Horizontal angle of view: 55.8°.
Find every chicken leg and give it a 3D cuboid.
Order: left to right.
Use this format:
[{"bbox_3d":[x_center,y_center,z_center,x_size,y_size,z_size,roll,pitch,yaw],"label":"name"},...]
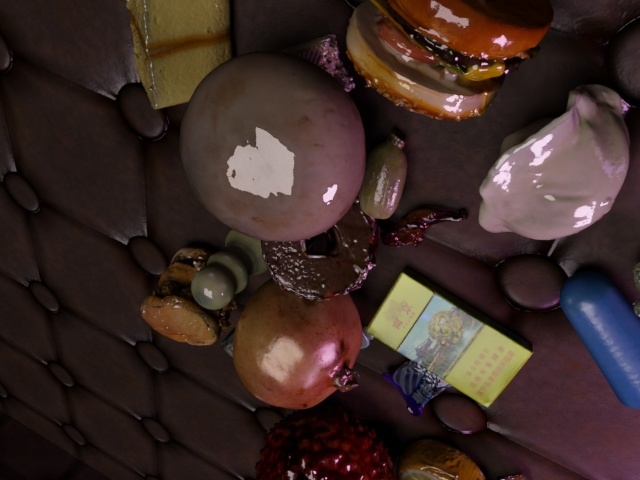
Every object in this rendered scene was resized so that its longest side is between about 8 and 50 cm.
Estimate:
[{"bbox_3d":[0.209,-0.031,1.278,0.093,0.053,0.205,30,147,-25],"label":"chicken leg"}]

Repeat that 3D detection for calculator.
[{"bbox_3d":[0.078,0.247,1.591,0.153,0.021,0.095,-15,115,39],"label":"calculator"}]

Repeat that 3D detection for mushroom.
[{"bbox_3d":[-0.083,-0.179,1.156,0.362,0.295,0.363,9,118,17],"label":"mushroom"}]

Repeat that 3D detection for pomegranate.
[{"bbox_3d":[-0.041,0.249,1.446,0.338,0.338,0.338,17,131,20],"label":"pomegranate"}]

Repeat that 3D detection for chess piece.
[{"bbox_3d":[-0.214,0.070,1.475,0.144,0.251,0.145,16,130,20],"label":"chess piece"}]

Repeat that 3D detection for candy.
[{"bbox_3d":[0.266,0.337,1.513,0.145,0.070,0.275,44,132,5],"label":"candy"},{"bbox_3d":[0.336,0.674,1.696,0.259,0.118,0.260,18,131,22],"label":"candy"}]

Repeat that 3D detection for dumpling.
[{"bbox_3d":[0.371,-0.100,0.996,0.187,0.242,0.318,52,129,30],"label":"dumpling"}]

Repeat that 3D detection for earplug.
[{"bbox_3d":[0.564,0.177,1.166,0.132,0.132,0.273,-31,101,43],"label":"earplug"}]

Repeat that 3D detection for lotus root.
[{"bbox_3d":[0.127,-0.131,1.213,0.090,0.077,0.183,20,116,13],"label":"lotus root"}]

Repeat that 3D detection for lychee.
[{"bbox_3d":[0.011,0.709,1.705,0.424,0.424,0.500,2,105,31],"label":"lychee"}]

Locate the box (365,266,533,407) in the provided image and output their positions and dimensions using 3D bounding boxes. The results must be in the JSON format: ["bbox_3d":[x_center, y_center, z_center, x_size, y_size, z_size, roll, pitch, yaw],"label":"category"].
[{"bbox_3d":[0.290,0.222,1.390,0.335,0.047,0.187,32,117,7],"label":"box"}]

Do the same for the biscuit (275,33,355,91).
[{"bbox_3d":[-0.051,-0.327,1.202,0.238,0.062,0.108,-4,123,35],"label":"biscuit"}]

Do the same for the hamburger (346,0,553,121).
[{"bbox_3d":[0.185,-0.322,0.921,0.291,0.291,0.225,33,137,6],"label":"hamburger"}]

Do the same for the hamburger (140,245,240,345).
[{"bbox_3d":[-0.343,0.156,1.653,0.245,0.211,0.261,22,139,6],"label":"hamburger"}]

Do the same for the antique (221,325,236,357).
[{"bbox_3d":[-0.182,0.245,1.639,0.086,0.183,0.088,45,134,-5],"label":"antique"}]

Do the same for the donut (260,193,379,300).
[{"bbox_3d":[0.000,0.000,1.315,0.269,0.103,0.270,0,89,6],"label":"donut"}]

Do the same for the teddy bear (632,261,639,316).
[{"bbox_3d":[0.644,0.131,1.084,0.213,0.133,0.111,20,154,-1],"label":"teddy bear"}]

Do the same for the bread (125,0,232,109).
[{"bbox_3d":[-0.302,-0.450,1.257,0.236,0.198,0.264,48,145,41],"label":"bread"}]

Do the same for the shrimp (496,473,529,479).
[{"bbox_3d":[0.436,0.697,1.571,0.054,0.290,0.222,-127,29,-49],"label":"shrimp"}]
